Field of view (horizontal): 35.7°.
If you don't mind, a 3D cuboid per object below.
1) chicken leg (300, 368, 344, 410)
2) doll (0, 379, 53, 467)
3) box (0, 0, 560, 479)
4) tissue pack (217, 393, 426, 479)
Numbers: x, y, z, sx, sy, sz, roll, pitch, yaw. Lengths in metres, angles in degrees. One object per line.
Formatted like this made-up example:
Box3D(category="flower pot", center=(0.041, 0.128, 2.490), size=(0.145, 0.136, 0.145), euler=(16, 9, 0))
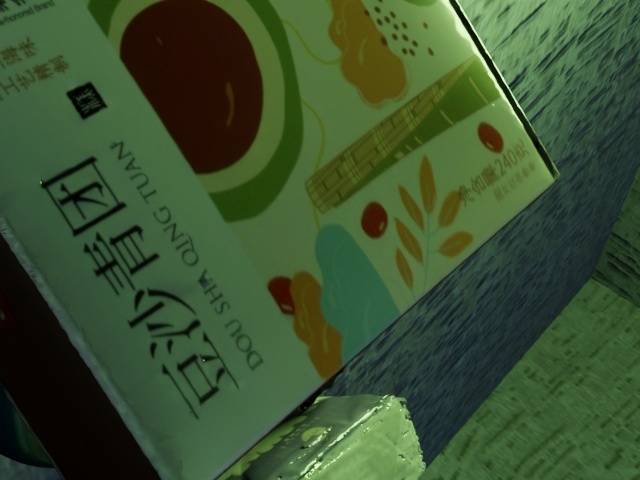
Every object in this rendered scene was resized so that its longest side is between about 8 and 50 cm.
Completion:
Box3D(category="chicken leg", center=(0.000, 0.000, 1.150), size=(0.409, 0.182, 0.295), euler=(-45, 140, -32))
Box3D(category="doll", center=(-0.204, 0.053, 0.757), size=(0.198, 0.186, 0.322), euler=(-48, 149, -30))
Box3D(category="box", center=(-0.066, -0.087, 0.622), size=(0.385, 0.344, 0.122), euler=(-36, -174, -39))
Box3D(category="tissue pack", center=(-0.082, 0.279, 1.155), size=(0.242, 0.344, 0.125), euler=(-32, 105, -44))
